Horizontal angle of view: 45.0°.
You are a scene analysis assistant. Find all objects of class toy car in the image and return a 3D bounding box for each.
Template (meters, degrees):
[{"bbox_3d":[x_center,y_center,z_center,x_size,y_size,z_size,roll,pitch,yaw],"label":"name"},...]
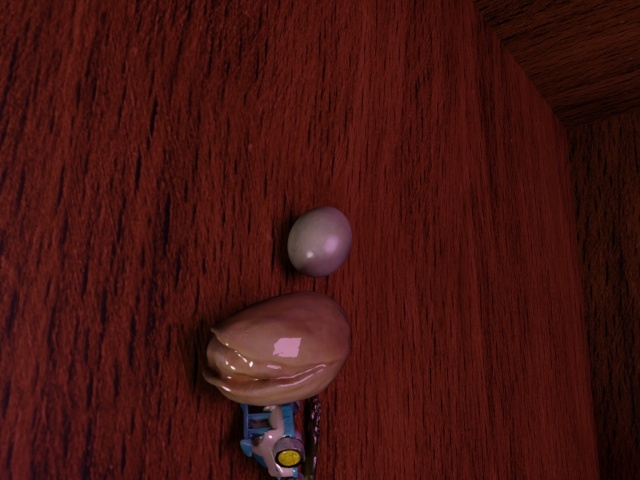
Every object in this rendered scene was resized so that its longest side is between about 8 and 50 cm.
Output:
[{"bbox_3d":[-0.076,0.326,1.219,0.126,0.098,0.161,-96,-174,-54],"label":"toy car"}]

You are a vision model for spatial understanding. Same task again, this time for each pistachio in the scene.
[{"bbox_3d":[-0.055,0.162,1.197,0.293,0.181,0.162,-16,117,-50],"label":"pistachio"}]

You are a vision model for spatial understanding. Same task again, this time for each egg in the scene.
[{"bbox_3d":[0.000,0.000,1.400,0.114,0.114,0.152,57,35,-29],"label":"egg"}]

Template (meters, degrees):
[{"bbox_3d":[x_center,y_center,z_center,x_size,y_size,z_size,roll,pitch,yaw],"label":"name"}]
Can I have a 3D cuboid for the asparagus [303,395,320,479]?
[{"bbox_3d":[-0.019,0.379,1.321,0.034,0.027,0.236,50,41,-52],"label":"asparagus"}]
